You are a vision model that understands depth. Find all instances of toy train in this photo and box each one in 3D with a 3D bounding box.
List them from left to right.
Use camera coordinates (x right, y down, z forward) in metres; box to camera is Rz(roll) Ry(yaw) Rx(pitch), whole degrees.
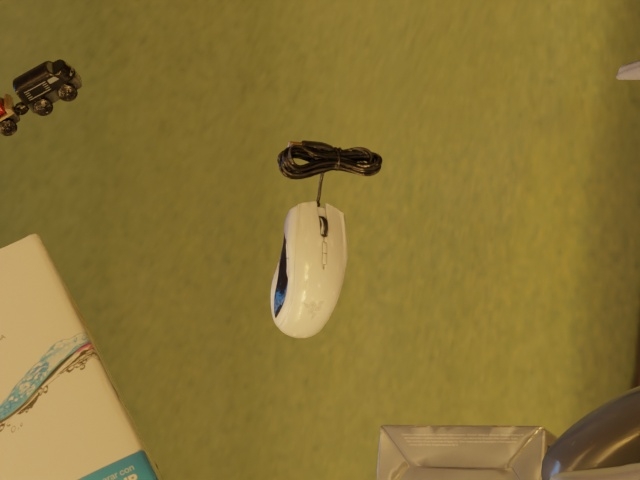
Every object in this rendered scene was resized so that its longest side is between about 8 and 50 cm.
[{"bbox_3d":[-0.248,-0.088,1.440,0.158,0.027,0.036,-29,126,10],"label":"toy train"}]

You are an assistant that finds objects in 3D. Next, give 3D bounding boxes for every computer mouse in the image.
[{"bbox_3d":[0.000,0.000,1.893,0.106,0.042,0.193,8,87,-29],"label":"computer mouse"}]

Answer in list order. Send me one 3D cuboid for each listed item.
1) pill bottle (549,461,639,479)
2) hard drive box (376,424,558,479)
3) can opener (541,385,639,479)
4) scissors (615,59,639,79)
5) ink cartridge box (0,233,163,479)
[{"bbox_3d":[0.186,0.112,0.606,0.221,0.121,0.121,-6,111,1],"label":"pill bottle"},{"bbox_3d":[0.183,0.261,2.105,0.181,0.232,0.089,-1,74,23],"label":"hard drive box"},{"bbox_3d":[0.221,0.078,0.746,0.280,0.074,0.093,-14,97,-22],"label":"can opener"},{"bbox_3d":[0.248,-0.101,1.097,0.109,0.297,0.021,31,76,-2],"label":"scissors"},{"bbox_3d":[-0.198,0.152,1.282,0.168,0.232,0.171,-26,150,-7],"label":"ink cartridge box"}]
